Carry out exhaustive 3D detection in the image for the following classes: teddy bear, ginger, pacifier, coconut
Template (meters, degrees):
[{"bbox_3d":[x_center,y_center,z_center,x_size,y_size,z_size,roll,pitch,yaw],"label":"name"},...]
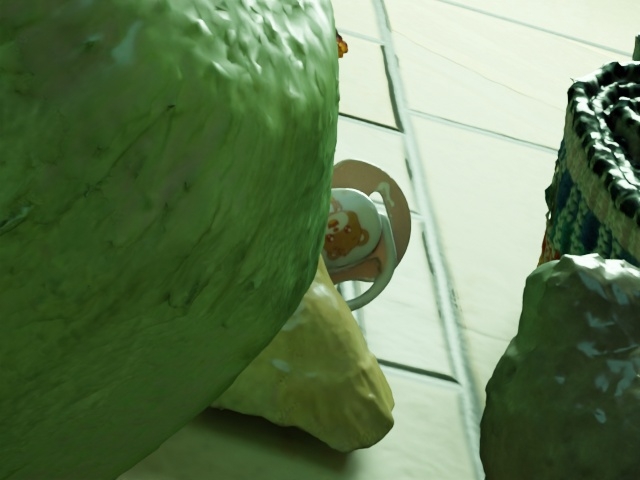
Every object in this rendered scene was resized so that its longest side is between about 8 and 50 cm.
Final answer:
[{"bbox_3d":[0.172,0.123,0.528,0.236,0.151,0.267,7,24,-36],"label":"teddy bear"},{"bbox_3d":[-0.027,0.011,0.652,0.193,0.122,0.115,34,10,15],"label":"ginger"},{"bbox_3d":[0.000,0.000,0.751,0.099,0.081,0.078,-15,4,-17],"label":"pacifier"},{"bbox_3d":[-0.160,-0.044,0.479,0.328,0.328,0.281,15,46,-8],"label":"coconut"}]

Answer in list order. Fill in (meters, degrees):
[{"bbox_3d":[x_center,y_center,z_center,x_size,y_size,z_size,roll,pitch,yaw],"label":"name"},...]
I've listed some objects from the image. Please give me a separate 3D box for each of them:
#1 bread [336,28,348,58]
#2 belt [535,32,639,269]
[{"bbox_3d":[-0.081,-0.179,0.971,0.139,0.095,0.269,54,17,24],"label":"bread"},{"bbox_3d":[0.236,0.025,0.751,0.207,0.160,0.295,-23,45,-30],"label":"belt"}]
